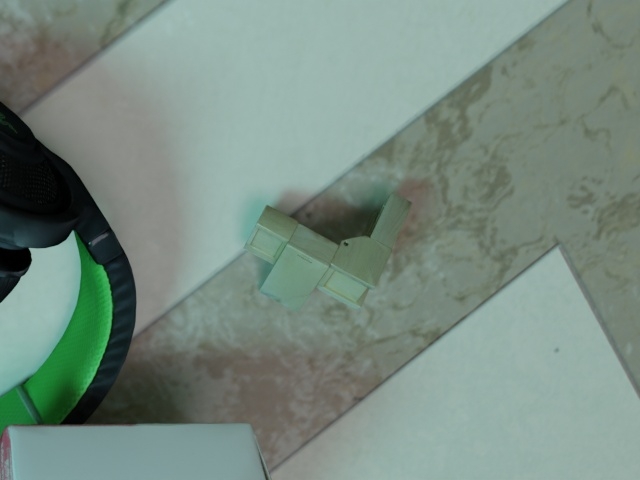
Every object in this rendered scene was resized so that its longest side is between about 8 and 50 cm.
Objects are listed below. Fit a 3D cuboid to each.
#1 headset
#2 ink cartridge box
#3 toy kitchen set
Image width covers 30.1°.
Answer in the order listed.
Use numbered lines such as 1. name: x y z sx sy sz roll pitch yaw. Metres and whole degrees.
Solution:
1. headset: -0.231 0.023 0.570 0.243 0.185 0.394 -35 137 -6
2. ink cartridge box: -0.138 0.207 0.732 0.159 0.092 0.218 5 135 -28
3. toy kitchen set: 0.000 0.000 0.773 0.083 0.075 0.068 29 146 -3
